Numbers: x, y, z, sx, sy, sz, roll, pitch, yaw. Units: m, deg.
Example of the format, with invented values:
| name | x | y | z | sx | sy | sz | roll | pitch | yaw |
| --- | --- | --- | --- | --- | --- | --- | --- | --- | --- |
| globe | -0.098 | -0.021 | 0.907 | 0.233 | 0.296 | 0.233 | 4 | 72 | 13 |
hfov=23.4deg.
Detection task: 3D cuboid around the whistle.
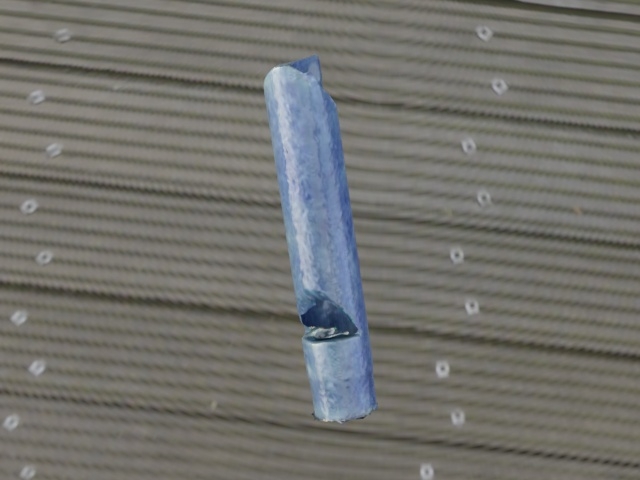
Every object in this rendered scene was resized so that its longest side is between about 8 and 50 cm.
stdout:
| name | x | y | z | sx | sy | sz | roll | pitch | yaw |
| --- | --- | --- | --- | --- | --- | --- | --- | --- | --- |
| whistle | 0.000 | 0.000 | 1.293 | 0.062 | 0.062 | 0.304 | -7 | 102 | 4 |
